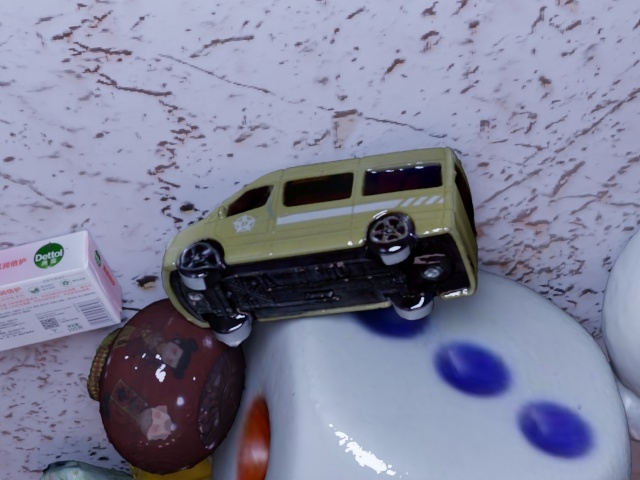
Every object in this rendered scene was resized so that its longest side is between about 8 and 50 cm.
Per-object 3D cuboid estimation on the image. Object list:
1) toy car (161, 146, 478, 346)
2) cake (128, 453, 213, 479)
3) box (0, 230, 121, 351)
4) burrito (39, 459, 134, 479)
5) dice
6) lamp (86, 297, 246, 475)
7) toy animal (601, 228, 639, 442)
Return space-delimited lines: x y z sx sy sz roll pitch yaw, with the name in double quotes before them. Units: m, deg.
"toy car" 0.000 0.000 1.344 0.256 0.124 0.101 -7 140 16
"cake" -0.125 0.192 1.588 0.116 0.080 0.185 10 133 -15
"box" -0.245 0.046 1.420 0.125 0.043 0.089 -12 140 7
"burrito" -0.159 0.287 1.700 0.309 0.066 0.096 20 143 -33
"dice" 0.080 0.204 1.482 0.304 0.277 0.304 7 135 -18
"lamp" -0.140 0.125 1.437 0.134 0.156 0.157 11 179 17
"toy animal" 0.359 0.153 1.396 0.196 0.368 0.241 16 124 -25
